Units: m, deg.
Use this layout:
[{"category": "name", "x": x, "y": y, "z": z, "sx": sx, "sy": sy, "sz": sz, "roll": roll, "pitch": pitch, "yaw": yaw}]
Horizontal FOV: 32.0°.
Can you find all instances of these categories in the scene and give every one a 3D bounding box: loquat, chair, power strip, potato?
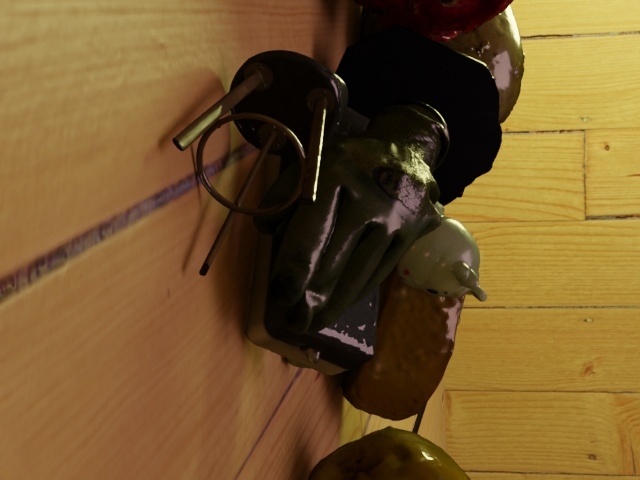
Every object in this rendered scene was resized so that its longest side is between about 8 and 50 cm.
[{"category": "loquat", "x": 0.084, "y": 0.318, "z": 1.144, "sx": 0.213, "sy": 0.213, "sz": 0.246, "roll": -74, "pitch": 146, "yaw": -57}, {"category": "chair", "x": -0.044, "y": -0.078, "z": 0.829, "sx": 0.095, "sy": 0.104, "sz": 0.221, "roll": 54, "pitch": 25, "yaw": -15}, {"category": "power strip", "x": -0.001, "y": -0.006, "z": 0.996, "sx": 0.105, "sy": 0.070, "sz": 0.256, "roll": 26, "pitch": 53, "yaw": -31}, {"category": "potato", "x": 0.166, "y": -0.289, "z": 1.610, "sx": 0.270, "sy": 0.219, "sz": 0.359, "roll": 130, "pitch": -39, "yaw": -58}]

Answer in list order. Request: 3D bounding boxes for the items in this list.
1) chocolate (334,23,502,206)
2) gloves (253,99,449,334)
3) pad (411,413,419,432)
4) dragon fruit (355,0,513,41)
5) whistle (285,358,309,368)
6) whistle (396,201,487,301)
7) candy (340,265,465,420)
[{"category": "chocolate", "x": 0.089, "y": -0.143, "z": 1.374, "sx": 0.206, "sy": 0.224, "sz": 0.177, "roll": -68, "pitch": -164, "yaw": 5}, {"category": "gloves", "x": 0.033, "y": -0.033, "z": 0.924, "sx": 0.268, "sy": 0.135, "sz": 0.107, "roll": -56, "pitch": 169, "yaw": -40}, {"category": "pad", "x": 0.106, "y": 0.337, "z": 1.519, "sx": 0.247, "sy": 0.007, "sz": 0.367, "roll": -16, "pitch": 122, "yaw": -80}, {"category": "dragon fruit", "x": 0.145, "y": -0.398, "z": 1.359, "sx": 0.295, "sy": 0.296, "sz": 0.301, "roll": 73, "pitch": 5, "yaw": -56}, {"category": "whistle", "x": 0.000, "y": 0.000, "z": 1.126, "sx": 0.126, "sy": 0.067, "sz": 0.258, "roll": 32, "pitch": 61, "yaw": -58}, {"category": "whistle", "x": 0.087, "y": -0.019, "z": 1.230, "sx": 0.106, "sy": 0.253, "sz": 0.101, "roll": -40, "pitch": 170, "yaw": -34}, {"category": "candy", "x": 0.104, "y": 0.096, "z": 1.380, "sx": 0.260, "sy": 0.118, "sz": 0.259, "roll": -165, "pitch": -90, "yaw": -86}]
